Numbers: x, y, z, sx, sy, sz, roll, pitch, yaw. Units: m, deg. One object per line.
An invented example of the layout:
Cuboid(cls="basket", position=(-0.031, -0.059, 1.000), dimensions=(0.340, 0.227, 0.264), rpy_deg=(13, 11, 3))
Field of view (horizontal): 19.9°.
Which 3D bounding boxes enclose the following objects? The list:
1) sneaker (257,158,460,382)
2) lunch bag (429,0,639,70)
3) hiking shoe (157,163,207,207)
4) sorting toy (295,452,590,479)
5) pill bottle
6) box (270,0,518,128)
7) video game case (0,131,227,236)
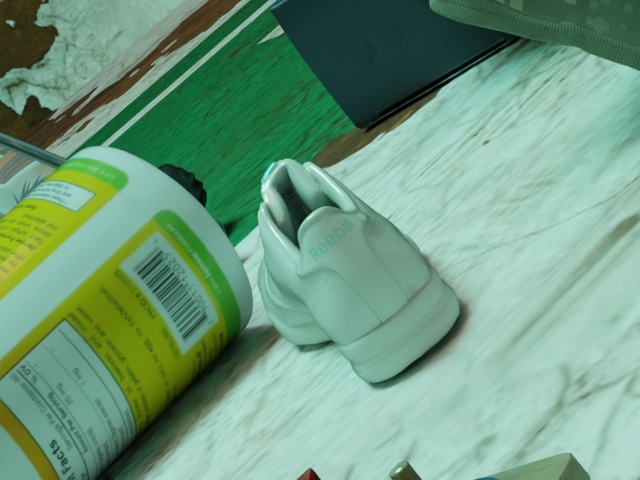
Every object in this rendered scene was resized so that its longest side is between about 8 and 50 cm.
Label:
Cuboid(cls="sneaker", position=(0.000, 0.000, 0.874), dimensions=(0.080, 0.094, 0.212), rpy_deg=(-42, 13, -8))
Cuboid(cls="lunch bag", position=(0.178, -0.244, 0.869), dimensions=(0.287, 0.169, 0.235), rpy_deg=(-56, -20, -50))
Cuboid(cls="hiking shoe", position=(-0.217, 0.034, 1.252), dimensions=(0.304, 0.132, 0.113), rpy_deg=(-39, 13, -2))
Cuboid(cls="sorting toy", position=(-0.004, 0.119, 0.589), dimensions=(0.274, 0.046, 0.132), rpy_deg=(-26, 18, 44))
Cuboid(cls="pill bottle", position=(-0.162, 0.074, 0.960), dimensions=(0.246, 0.136, 0.136), rpy_deg=(-45, 15, -27))
Cuboid(cls="box", position=(0.082, -0.193, 1.274), dimensions=(0.153, 0.108, 0.207), rpy_deg=(-29, 16, 32))
Cuboid(cls="video game case", position=(-0.240, 0.033, 1.171), dimensions=(0.275, 0.035, 0.248), rpy_deg=(22, 54, 30))
